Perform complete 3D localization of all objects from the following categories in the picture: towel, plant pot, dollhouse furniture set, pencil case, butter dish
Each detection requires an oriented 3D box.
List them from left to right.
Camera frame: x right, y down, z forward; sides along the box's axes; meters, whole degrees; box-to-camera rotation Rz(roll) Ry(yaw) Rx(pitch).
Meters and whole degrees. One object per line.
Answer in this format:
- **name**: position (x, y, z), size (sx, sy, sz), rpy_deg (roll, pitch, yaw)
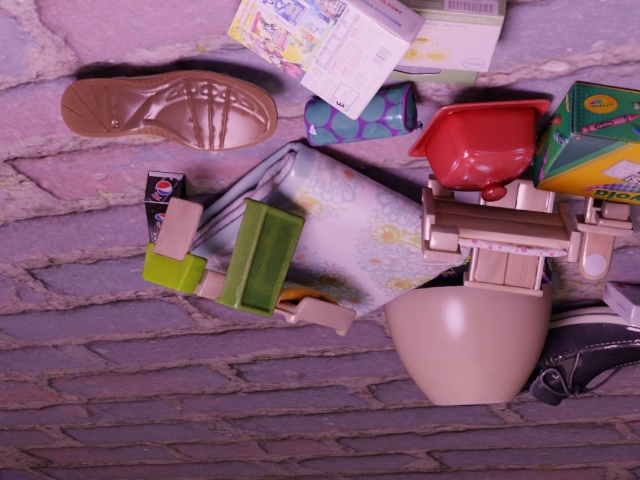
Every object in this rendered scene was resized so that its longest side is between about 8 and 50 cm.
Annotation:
- **dollhouse furniture set**: position (-0.085, 0.030, 1.997), size (0.198, 0.151, 0.301), rpy_deg (15, 177, 37)
- **towel**: position (0.000, 0.000, 2.073), size (0.320, 0.090, 0.374), rpy_deg (23, 149, -24)
- **pencil case**: position (0.054, -0.163, 1.763), size (0.152, 0.070, 0.064), rpy_deg (-5, 121, 26)
- **plant pot**: position (0.249, 0.177, 2.252), size (0.284, 0.191, 0.284), rpy_deg (-2, 174, 0)
- **butter dish**: position (0.215, -0.107, 1.763), size (0.160, 0.118, 0.160), rpy_deg (-5, 161, -17)
- **dollhouse furniture set**: position (0.279, 0.036, 1.796), size (0.303, 0.173, 0.355), rpy_deg (7, -162, 2)

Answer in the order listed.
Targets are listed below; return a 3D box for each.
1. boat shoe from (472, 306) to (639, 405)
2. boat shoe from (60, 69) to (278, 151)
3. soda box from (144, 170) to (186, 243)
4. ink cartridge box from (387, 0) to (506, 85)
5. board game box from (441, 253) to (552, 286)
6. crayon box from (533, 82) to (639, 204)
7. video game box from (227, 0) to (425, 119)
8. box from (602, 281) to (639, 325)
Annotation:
- **boat shoe**: position (0.438, 0.219, 2.436), size (0.500, 0.156, 0.187), rpy_deg (-10, 156, 34)
- **boat shoe**: position (-0.191, -0.178, 1.762), size (0.285, 0.104, 0.089), rpy_deg (7, -165, 8)
- **soda box**: position (-0.240, -0.047, 2.106), size (0.060, 0.053, 0.169), rpy_deg (5, 157, -2)
- **ink cartridge box**: position (0.118, -0.230, 1.612), size (0.171, 0.056, 0.235), rpy_deg (5, 155, -1)
- **board game box**: position (0.275, 0.030, 2.187), size (0.170, 0.048, 0.141), rpy_deg (-6, 153, 24)
- **crayon box**: position (0.436, -0.116, 1.770), size (0.278, 0.081, 0.165), rpy_deg (7, 157, -6)
- **video game box**: position (0.001, -0.241, 1.522), size (0.187, 0.048, 0.205), rpy_deg (32, 156, -4)
- **box**: position (0.581, 0.116, 2.240), size (0.186, 0.038, 0.145), rpy_deg (9, -167, -8)
